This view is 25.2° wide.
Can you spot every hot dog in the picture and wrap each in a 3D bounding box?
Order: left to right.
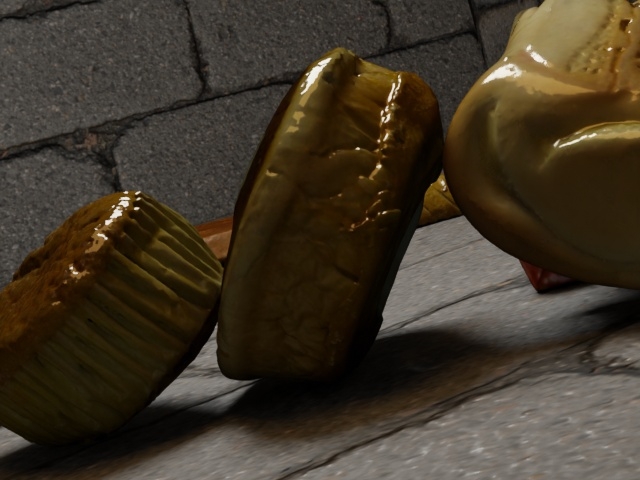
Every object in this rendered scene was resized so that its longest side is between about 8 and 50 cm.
[{"bbox_3d":[0.156,-0.062,2.281,0.286,0.087,0.061,-19,11,-2],"label":"hot dog"}]

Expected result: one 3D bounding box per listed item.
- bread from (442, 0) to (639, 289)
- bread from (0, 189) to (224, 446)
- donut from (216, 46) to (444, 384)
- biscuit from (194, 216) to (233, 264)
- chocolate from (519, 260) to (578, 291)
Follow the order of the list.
[{"bbox_3d":[0.274,-0.065,1.209,0.316,0.211,0.270,6,37,19],"label":"bread"},{"bbox_3d":[-0.206,0.071,1.276,0.253,0.142,0.227,-18,39,55],"label":"bread"},{"bbox_3d":[0.014,-0.014,1.256,0.160,0.330,0.330,13,8,3],"label":"donut"},{"bbox_3d":[-0.219,0.011,2.643,0.350,0.078,0.455,-18,5,2],"label":"biscuit"},{"bbox_3d":[0.307,-0.036,1.457,0.235,0.108,0.237,-15,4,12],"label":"chocolate"}]
